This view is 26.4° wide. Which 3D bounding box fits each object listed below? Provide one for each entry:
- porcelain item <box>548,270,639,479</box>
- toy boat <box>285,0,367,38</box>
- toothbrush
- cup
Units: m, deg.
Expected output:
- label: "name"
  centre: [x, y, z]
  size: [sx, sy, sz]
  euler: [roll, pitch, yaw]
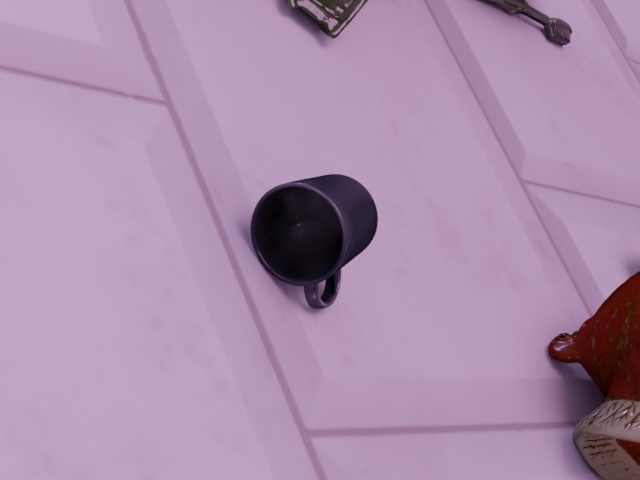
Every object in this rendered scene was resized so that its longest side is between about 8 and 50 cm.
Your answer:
- label: "porcelain item"
  centre: [0.317, 0.119, 1.217]
  size: [0.253, 0.253, 0.253]
  euler: [33, 35, -27]
- label: "toy boat"
  centre: [0.055, -0.328, 1.320]
  size: [0.093, 0.293, 0.055]
  euler: [34, -10, -22]
- label: "toothbrush"
  centre: [0.223, -0.290, 1.666]
  size: [0.294, 0.026, 0.028]
  euler: [16, 60, -44]
- label: "cup"
  centre: [0.000, 0.000, 1.033]
  size: [0.077, 0.078, 0.100]
  euler: [-24, 111, -63]
